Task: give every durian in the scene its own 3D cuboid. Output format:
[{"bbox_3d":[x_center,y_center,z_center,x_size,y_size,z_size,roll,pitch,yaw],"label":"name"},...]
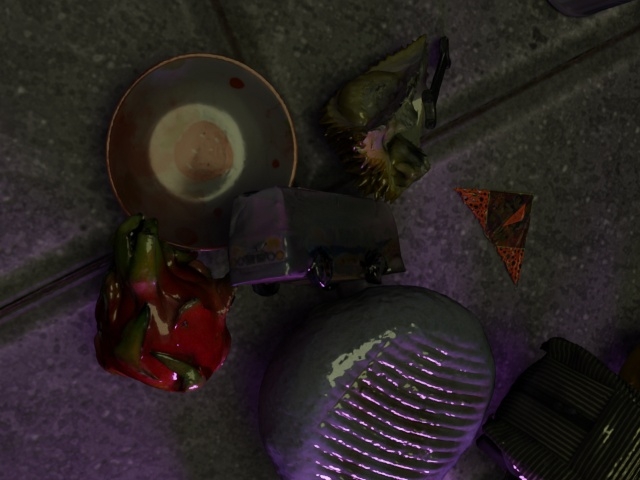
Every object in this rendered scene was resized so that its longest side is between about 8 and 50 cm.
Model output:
[{"bbox_3d":[0.093,-0.156,1.187,0.172,0.166,0.306,48,34,-8],"label":"durian"}]

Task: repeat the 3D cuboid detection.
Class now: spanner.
[{"bbox_3d":[0.170,-0.233,1.233,0.015,0.255,0.054,-5,121,19],"label":"spanner"}]

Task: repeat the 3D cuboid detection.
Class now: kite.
[{"bbox_3d":[0.316,-0.040,1.418,0.125,0.008,0.222,-42,111,-16],"label":"kite"}]

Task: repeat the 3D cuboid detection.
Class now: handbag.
[{"bbox_3d":[0.381,0.304,1.292,0.240,0.341,0.247,34,78,18],"label":"handbag"}]

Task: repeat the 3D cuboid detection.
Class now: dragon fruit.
[{"bbox_3d":[-0.203,0.075,1.088,0.198,0.200,0.269,-8,111,-5],"label":"dragon fruit"}]

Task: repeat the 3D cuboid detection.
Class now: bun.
[{"bbox_3d":[0.076,0.218,1.223,0.361,0.211,0.362,-7,114,-17],"label":"bun"}]

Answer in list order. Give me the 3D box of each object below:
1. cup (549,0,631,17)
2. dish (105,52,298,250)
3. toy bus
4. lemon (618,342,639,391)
[{"bbox_3d":[0.441,-0.434,1.315,0.221,0.202,0.167,-32,105,-18],"label":"cup"},{"bbox_3d":[-0.166,-0.120,1.155,0.260,0.085,0.260,-4,100,-22],"label":"dish"},{"bbox_3d":[0.000,0.000,1.144,0.317,0.112,0.138,4,77,-60],"label":"toy bus"},{"bbox_3d":[0.645,0.273,1.479,0.236,0.236,0.263,-40,104,-14],"label":"lemon"}]
